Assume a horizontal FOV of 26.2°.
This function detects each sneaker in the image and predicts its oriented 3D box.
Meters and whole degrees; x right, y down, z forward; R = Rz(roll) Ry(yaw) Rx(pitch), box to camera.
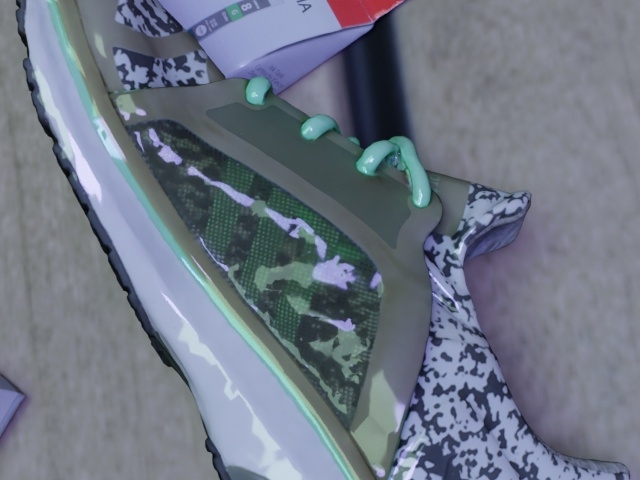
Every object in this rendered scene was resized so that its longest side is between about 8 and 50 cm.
[{"bbox_3d":[0.000,0.000,0.633,0.182,0.158,0.410,-28,85,-8],"label":"sneaker"}]

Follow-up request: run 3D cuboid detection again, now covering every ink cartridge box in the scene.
[{"bbox_3d":[-0.046,-0.171,0.738,0.224,0.056,0.181,-33,68,15],"label":"ink cartridge box"}]

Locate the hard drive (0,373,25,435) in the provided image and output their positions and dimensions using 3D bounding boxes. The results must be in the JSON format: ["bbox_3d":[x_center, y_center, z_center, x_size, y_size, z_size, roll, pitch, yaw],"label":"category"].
[{"bbox_3d":[-0.345,0.176,0.788,0.233,0.047,0.353,32,91,26],"label":"hard drive"}]
